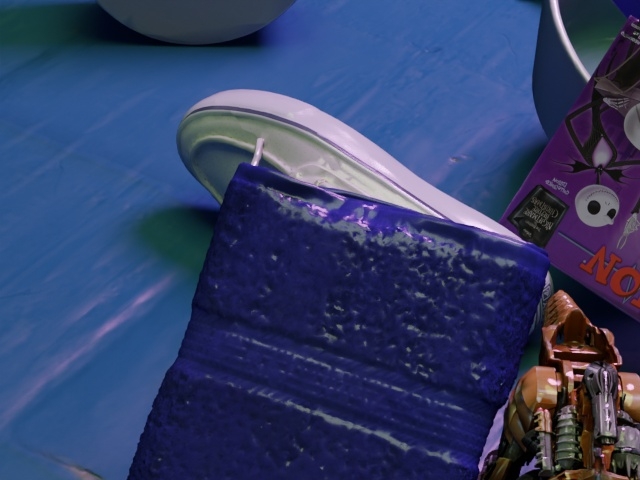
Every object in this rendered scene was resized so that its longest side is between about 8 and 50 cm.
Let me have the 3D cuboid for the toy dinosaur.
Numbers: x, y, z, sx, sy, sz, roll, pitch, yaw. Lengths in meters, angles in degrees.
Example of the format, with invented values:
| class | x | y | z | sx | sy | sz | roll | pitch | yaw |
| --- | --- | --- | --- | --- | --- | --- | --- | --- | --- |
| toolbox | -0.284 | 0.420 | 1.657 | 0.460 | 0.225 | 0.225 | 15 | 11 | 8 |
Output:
| class | x | y | z | sx | sy | sz | roll | pitch | yaw |
| --- | --- | --- | --- | --- | --- | --- | --- | --- | --- |
| toy dinosaur | 0.178 | 0.151 | 1.043 | 0.164 | 0.218 | 0.322 | 17 | 39 | 18 |

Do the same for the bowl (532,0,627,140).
| class | x | y | z | sx | sy | sz | roll | pitch | yaw |
| --- | --- | --- | --- | --- | --- | --- | --- | --- | --- |
| bowl | 0.320 | -0.148 | 1.452 | 0.311 | 0.163 | 0.312 | 10 | 56 | -15 |

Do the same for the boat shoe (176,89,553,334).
| class | x | y | z | sx | sy | sz | roll | pitch | yaw |
| --- | --- | --- | --- | --- | --- | --- | --- | --- | --- |
| boat shoe | 0.000 | 0.007 | 1.307 | 0.367 | 0.136 | 0.156 | 32 | 47 | 19 |

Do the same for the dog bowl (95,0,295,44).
| class | x | y | z | sx | sy | sz | roll | pitch | yaw |
| --- | --- | --- | --- | --- | --- | --- | --- | --- | --- |
| dog bowl | -0.130 | -0.338 | 1.626 | 0.264 | 0.265 | 0.104 | 0 | 39 | -5 |

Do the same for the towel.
| class | x | y | z | sx | sy | sz | roll | pitch | yaw |
| --- | --- | --- | --- | --- | --- | --- | --- | --- | --- |
| towel | 0.003 | 0.120 | 1.052 | 0.227 | 0.076 | 0.308 | 17 | 81 | 14 |

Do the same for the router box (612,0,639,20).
| class | x | y | z | sx | sy | sz | roll | pitch | yaw |
| --- | --- | --- | --- | --- | --- | --- | --- | --- | --- |
| router box | 0.464 | -0.169 | 1.369 | 0.301 | 0.082 | 0.335 | -27 | 72 | -31 |

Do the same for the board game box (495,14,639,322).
| class | x | y | z | sx | sy | sz | roll | pitch | yaw |
| --- | --- | --- | --- | --- | --- | --- | --- | --- | --- |
| board game box | 0.336 | -0.003 | 1.238 | 0.346 | 0.208 | 0.056 | 34 | 11 | 18 |
